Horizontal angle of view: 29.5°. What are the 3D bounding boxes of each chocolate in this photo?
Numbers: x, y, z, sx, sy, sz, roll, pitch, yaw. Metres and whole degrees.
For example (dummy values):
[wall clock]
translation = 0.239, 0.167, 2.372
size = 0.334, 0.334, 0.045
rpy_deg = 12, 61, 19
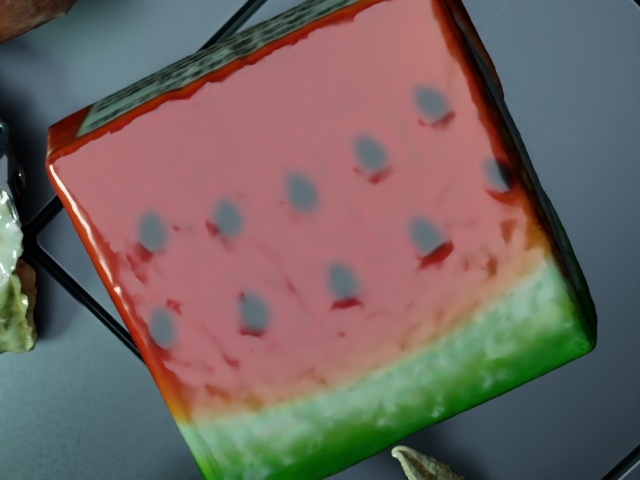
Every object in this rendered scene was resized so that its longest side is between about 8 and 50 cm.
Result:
[chocolate]
translation = 0.000, 0.000, 0.933
size = 0.360, 0.161, 0.341
rpy_deg = -25, 99, 4

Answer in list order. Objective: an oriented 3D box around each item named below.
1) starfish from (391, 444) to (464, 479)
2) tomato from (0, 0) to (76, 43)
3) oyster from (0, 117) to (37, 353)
[starfish]
translation = 0.084, 0.252, 0.952
size = 0.138, 0.050, 0.247
rpy_deg = -49, 135, -6
[tomato]
translation = -0.318, -0.218, 0.855
size = 0.309, 0.309, 0.170
rpy_deg = 42, 110, -6
[oyster]
translation = -0.347, -0.040, 0.961
size = 0.238, 0.115, 0.351
rpy_deg = -39, 102, -3
